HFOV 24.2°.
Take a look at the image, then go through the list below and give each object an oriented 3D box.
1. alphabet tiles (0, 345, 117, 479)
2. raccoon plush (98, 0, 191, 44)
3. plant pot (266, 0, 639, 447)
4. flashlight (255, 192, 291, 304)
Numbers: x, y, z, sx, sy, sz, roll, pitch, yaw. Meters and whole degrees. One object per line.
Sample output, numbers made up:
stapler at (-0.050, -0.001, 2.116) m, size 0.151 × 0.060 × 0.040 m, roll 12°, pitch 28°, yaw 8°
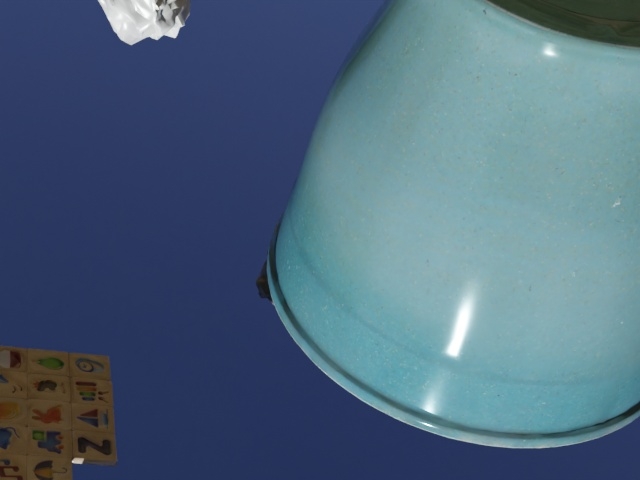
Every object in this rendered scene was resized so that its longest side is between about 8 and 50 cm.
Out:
alphabet tiles at (-0.280, 0.165, 1.319) m, size 0.198 × 0.009 × 0.237 m, roll 7°, pitch -149°, yaw -15°
raccoon plush at (-0.107, -0.411, 1.124) m, size 0.299 × 0.446 × 0.216 m, roll -25°, pitch -166°, yaw 6°
plant pot at (0.121, -0.062, 0.896) m, size 0.271 × 0.255 × 0.272 m, roll 8°, pitch -142°, yaw -6°
flashlight at (0.000, 0.000, 1.383) m, size 0.103 × 0.103 × 0.304 m, roll 27°, pitch -164°, yaw 2°
